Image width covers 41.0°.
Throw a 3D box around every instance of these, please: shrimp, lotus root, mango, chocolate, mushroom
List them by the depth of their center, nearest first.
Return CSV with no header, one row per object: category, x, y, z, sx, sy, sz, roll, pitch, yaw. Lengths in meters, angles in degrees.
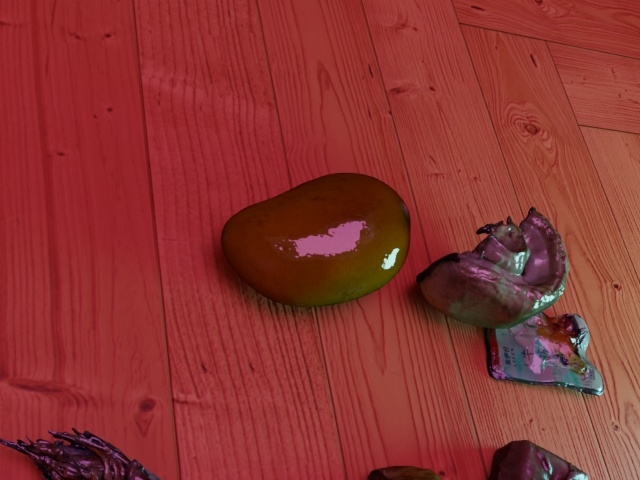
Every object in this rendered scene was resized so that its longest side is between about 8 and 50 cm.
shrimp,-0.296,0.289,1.068,0.233,0.079,0.090,23,90,-10
lotus root,0.139,0.391,1.223,0.135,0.095,0.159,-11,72,-37
chocolate,0.331,0.411,1.309,0.148,0.093,0.214,33,51,-8
mango,0.000,0.000,1.350,0.317,0.173,0.211,-12,66,-26
mushroom,0.299,0.071,1.451,0.267,0.189,0.164,-18,70,-48

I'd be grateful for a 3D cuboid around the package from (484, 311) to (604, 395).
package,0.398,0.187,1.522,0.232,0.040,0.166,14,53,-16
